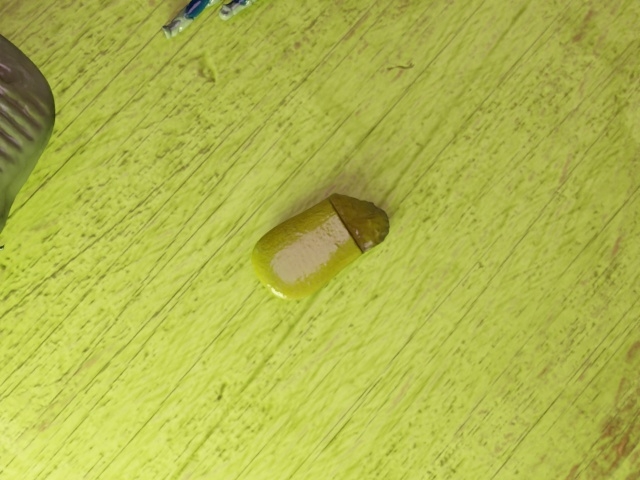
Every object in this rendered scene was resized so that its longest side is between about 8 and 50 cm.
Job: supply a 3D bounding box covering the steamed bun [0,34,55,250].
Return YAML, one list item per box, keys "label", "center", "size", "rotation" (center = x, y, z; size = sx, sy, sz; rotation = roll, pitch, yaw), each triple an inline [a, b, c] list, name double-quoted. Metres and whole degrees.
- label: "steamed bun"
  center: [-0.494, -0.071, 1.717]
  size: [0.342, 0.255, 0.368]
  rotation: [29, 63, -13]

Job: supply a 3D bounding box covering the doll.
- label: "doll"
  center: [-0.096, -0.324, 1.903]
  size: [0.227, 0.057, 0.114]
  rotation: [-22, 78, -7]

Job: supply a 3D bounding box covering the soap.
- label: "soap"
  center: [0.000, 0.000, 1.860]
  size: [0.168, 0.033, 0.089]
  rotation: [-37, 87, -11]
